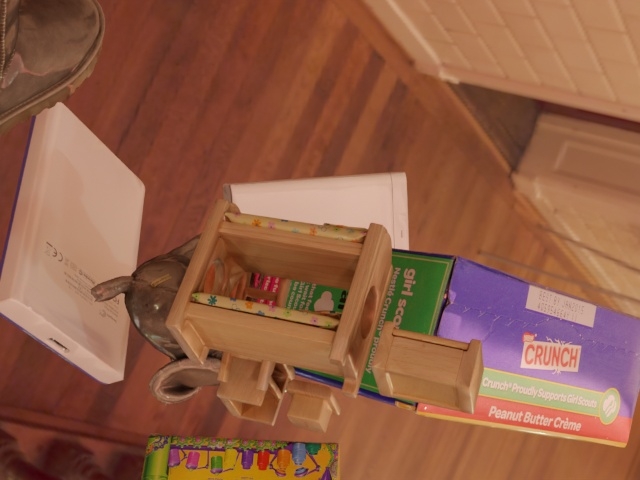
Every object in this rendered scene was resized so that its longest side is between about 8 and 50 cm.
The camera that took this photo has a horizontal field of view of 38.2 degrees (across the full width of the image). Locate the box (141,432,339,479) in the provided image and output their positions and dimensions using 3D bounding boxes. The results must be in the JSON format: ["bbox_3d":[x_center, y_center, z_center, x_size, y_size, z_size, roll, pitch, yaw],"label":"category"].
[{"bbox_3d":[-0.121,0.454,1.370,0.177,0.290,0.279,88,6,-57],"label":"box"}]

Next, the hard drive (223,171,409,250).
[{"bbox_3d":[0.000,0.000,1.696,0.353,0.047,0.232,-6,98,-25],"label":"hard drive"}]

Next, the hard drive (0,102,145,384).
[{"bbox_3d":[-0.313,-0.002,1.192,0.210,0.040,0.318,50,29,-46],"label":"hard drive"}]

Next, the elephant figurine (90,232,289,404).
[{"bbox_3d":[-0.146,0.124,1.134,0.169,0.186,0.239,-49,156,-40],"label":"elephant figurine"}]

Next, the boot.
[{"bbox_3d":[-0.179,-0.149,0.516,0.189,0.076,0.208,-60,175,-36],"label":"boot"}]

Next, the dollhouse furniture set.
[{"bbox_3d":[0.022,0.061,0.602,0.161,0.182,0.101,72,33,-57],"label":"dollhouse furniture set"}]

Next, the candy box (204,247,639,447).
[{"bbox_3d":[0.077,0.081,0.814,0.268,0.317,0.122,18,81,-38],"label":"candy box"}]
